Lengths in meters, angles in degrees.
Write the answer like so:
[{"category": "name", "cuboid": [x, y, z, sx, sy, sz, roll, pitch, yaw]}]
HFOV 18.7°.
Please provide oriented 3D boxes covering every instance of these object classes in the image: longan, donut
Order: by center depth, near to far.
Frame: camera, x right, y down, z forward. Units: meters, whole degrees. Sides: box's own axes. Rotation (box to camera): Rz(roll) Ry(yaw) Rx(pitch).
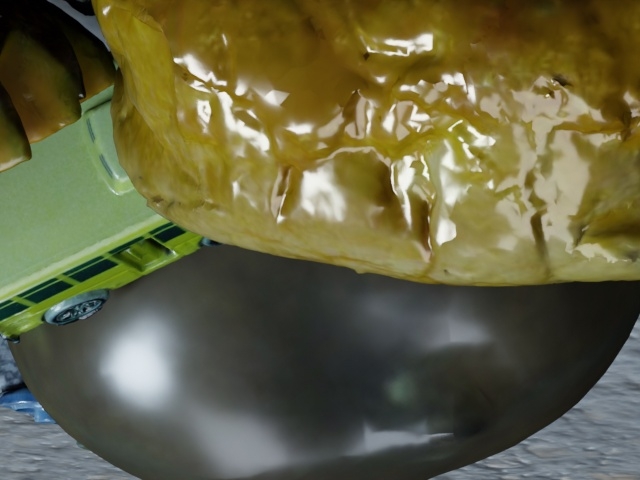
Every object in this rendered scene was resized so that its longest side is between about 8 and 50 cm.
[{"category": "donut", "cuboid": [0.075, -0.112, 0.707, 0.330, 0.330, 0.160, -1, 136, 12]}, {"category": "longan", "cuboid": [0.000, 0.000, 1.028, 0.350, 0.288, 0.288, -9, 157, 7]}]

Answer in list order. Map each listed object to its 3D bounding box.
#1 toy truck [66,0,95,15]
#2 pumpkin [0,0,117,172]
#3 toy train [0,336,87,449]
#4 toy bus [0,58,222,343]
[{"category": "toy truck", "cuboid": [-0.147, -0.183, 0.771, 0.088, 0.121, 0.259, -9, 156, 30]}, {"category": "pumpkin", "cuboid": [-0.176, -0.085, 0.724, 0.130, 0.149, 0.254, -23, -165, 18]}, {"category": "toy train", "cuboid": [-0.099, 0.077, 1.438, 0.299, 0.131, 0.202, -6, 164, 24]}, {"category": "toy bus", "cuboid": [-0.087, -0.029, 0.862, 0.175, 0.088, 0.101, -26, 167, 5]}]
